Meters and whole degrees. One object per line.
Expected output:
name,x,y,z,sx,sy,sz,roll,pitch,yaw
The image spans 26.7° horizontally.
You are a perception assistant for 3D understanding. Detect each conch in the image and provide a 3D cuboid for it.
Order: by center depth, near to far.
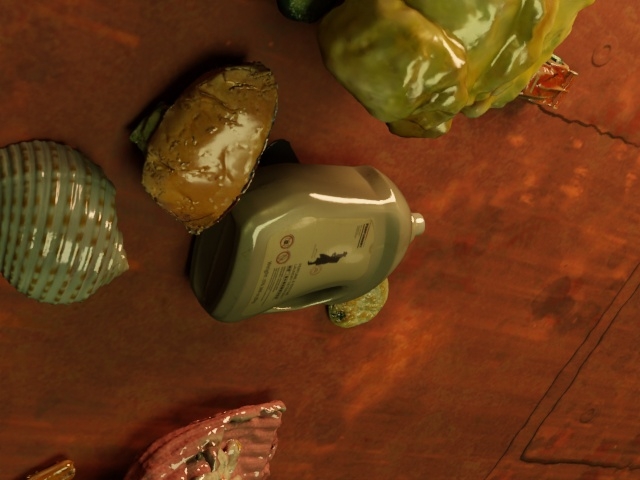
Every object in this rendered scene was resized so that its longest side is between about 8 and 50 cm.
conch,-0.228,-0.012,1.170,0.153,0.102,0.135,28,89,-49

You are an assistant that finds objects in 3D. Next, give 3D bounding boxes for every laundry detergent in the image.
laundry detergent,0.000,0.000,1.374,0.253,0.091,0.181,-8,132,-35

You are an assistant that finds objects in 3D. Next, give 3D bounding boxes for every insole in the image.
insole,-0.028,-0.057,1.376,0.045,0.002,0.135,-39,141,-7

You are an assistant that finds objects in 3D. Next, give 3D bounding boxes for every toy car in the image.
toy car,0.224,-0.178,1.462,0.122,0.035,0.059,3,125,-45

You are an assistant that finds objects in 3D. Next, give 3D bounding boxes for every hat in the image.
hat,-0.159,0.295,1.493,0.286,0.107,0.236,-2,116,-46

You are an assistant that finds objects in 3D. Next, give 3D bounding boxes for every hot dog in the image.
hot dog,-0.294,0.255,1.407,0.083,0.021,0.037,-28,149,-20

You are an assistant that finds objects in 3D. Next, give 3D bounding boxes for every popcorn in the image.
popcorn,0.128,-0.200,1.239,0.286,0.174,0.225,-44,160,-14

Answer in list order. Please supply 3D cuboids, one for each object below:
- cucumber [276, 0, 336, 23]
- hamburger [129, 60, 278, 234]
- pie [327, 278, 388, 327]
cucumber,-0.004,-0.299,1.131,0.115,0.063,0.243,-19,135,-41
hamburger,-0.111,-0.083,1.213,0.102,0.087,0.176,6,122,-46
pie,0.044,0.064,1.535,0.085,0.017,0.085,-22,136,-23
